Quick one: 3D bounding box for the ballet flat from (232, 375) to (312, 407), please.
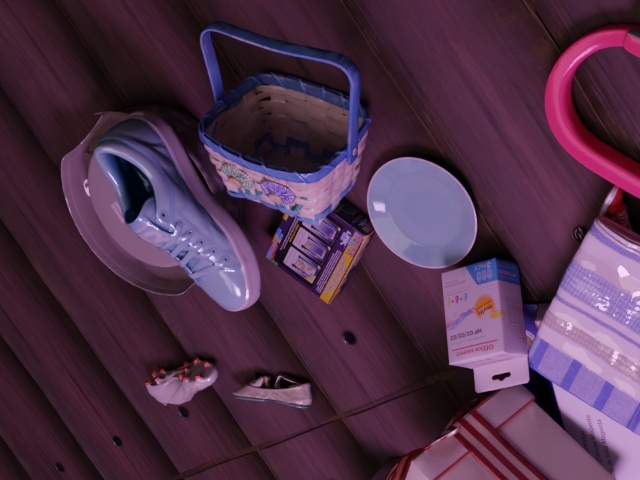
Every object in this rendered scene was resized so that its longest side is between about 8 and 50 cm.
[{"bbox_3d":[-0.085,0.271,2.126,0.168,0.057,0.052,3,90,30],"label":"ballet flat"}]

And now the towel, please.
[{"bbox_3d":[0.415,0.122,1.601,0.209,0.034,0.285,33,128,18],"label":"towel"}]

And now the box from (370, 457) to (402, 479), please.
[{"bbox_3d":[0.137,0.524,2.022,0.056,0.183,0.231,-9,111,37],"label":"box"}]

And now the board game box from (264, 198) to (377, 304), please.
[{"bbox_3d":[0.000,0.000,1.894,0.141,0.048,0.170,36,131,9],"label":"board game box"}]

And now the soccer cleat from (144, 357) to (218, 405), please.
[{"bbox_3d":[-0.257,0.276,2.238,0.196,0.068,0.076,-15,122,41],"label":"soccer cleat"}]

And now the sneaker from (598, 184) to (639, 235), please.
[{"bbox_3d":[0.415,-0.020,1.591,0.067,0.042,0.118,27,137,25],"label":"sneaker"}]

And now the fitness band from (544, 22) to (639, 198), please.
[{"bbox_3d":[0.429,-0.158,1.497,0.291,0.054,0.209,34,134,15],"label":"fitness band"}]

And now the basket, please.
[{"bbox_3d":[-0.049,-0.176,1.717,0.255,0.201,0.289,20,136,26],"label":"basket"}]

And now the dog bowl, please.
[{"bbox_3d":[-0.286,-0.079,2.012,0.349,0.102,0.348,17,125,27],"label":"dog bowl"}]

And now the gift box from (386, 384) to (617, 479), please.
[{"bbox_3d":[0.272,0.366,1.749,0.258,0.255,0.276,43,147,24],"label":"gift box"}]

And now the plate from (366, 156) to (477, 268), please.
[{"bbox_3d":[0.157,-0.045,1.772,0.188,0.024,0.188,18,125,27],"label":"plate"}]

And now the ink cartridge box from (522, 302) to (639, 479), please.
[{"bbox_3d":[0.433,0.245,1.723,0.330,0.071,0.324,-4,114,36],"label":"ink cartridge box"}]

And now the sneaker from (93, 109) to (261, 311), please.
[{"bbox_3d":[-0.241,-0.022,1.844,0.135,0.150,0.366,-29,98,43],"label":"sneaker"}]

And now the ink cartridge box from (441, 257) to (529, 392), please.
[{"bbox_3d":[0.245,0.127,1.723,0.104,0.062,0.181,-20,66,41],"label":"ink cartridge box"}]
